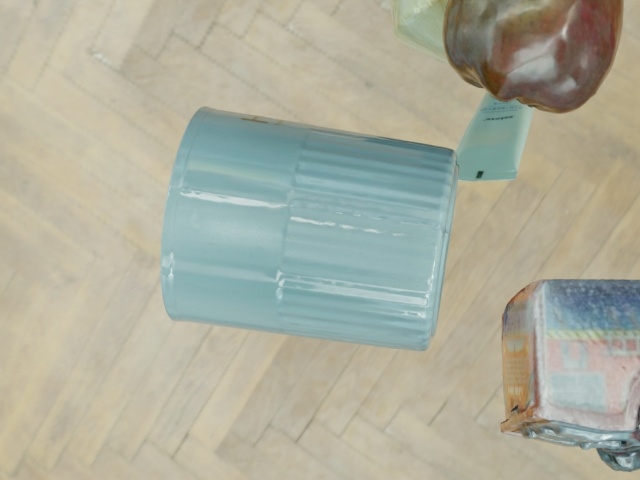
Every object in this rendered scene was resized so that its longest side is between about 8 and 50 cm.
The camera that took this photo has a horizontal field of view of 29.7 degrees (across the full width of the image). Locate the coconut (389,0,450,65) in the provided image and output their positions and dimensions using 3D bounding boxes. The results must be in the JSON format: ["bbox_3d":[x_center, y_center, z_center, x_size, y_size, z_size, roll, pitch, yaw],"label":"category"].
[{"bbox_3d":[0.236,-0.368,1.733,0.329,0.329,0.328,4,104,16],"label":"coconut"}]

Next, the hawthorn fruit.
[{"bbox_3d":[0.262,-0.277,1.400,0.208,0.208,0.248,25,108,10],"label":"hawthorn fruit"}]

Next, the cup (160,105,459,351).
[{"bbox_3d":[-0.004,0.014,1.451,0.311,0.257,0.331,8,140,7],"label":"cup"}]

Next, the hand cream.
[{"bbox_3d":[0.270,-0.177,1.837,0.109,0.320,0.067,1,123,20],"label":"hand cream"}]

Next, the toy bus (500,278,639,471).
[{"bbox_3d":[0.168,0.051,0.479,0.192,0.065,0.077,0,77,-7],"label":"toy bus"}]
